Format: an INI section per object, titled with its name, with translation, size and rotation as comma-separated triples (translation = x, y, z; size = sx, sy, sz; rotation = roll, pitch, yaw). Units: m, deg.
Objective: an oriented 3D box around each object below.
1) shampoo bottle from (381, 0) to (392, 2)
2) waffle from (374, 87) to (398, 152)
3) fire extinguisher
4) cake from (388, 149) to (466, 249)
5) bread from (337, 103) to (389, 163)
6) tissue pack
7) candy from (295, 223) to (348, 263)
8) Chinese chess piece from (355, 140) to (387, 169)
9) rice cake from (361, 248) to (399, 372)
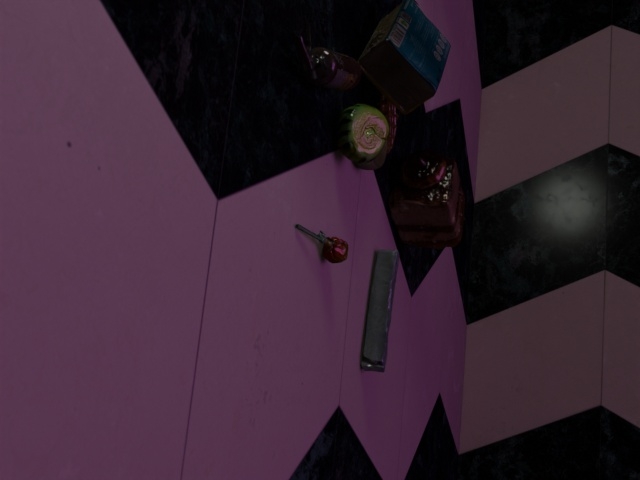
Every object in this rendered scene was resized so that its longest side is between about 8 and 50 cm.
[shampoo bottle]
translation = 0.207, -0.731, 1.758
size = 0.104, 0.061, 0.258
rotation = 70, 31, -42
[waffle]
translation = 0.171, -0.344, 1.723
size = 0.161, 0.046, 0.192
rotation = -68, 150, -43
[fire extinguisher]
translation = 0.000, -0.354, 1.268
size = 0.106, 0.075, 0.252
rotation = 63, 24, 3
[cake]
translation = 0.323, -0.127, 1.926
size = 0.293, 0.196, 0.199
rotation = 62, 38, -54
[bread]
translation = 0.092, -0.242, 1.462
size = 0.130, 0.071, 0.139
rotation = 18, 76, -35
[tissue pack]
translation = 0.217, -0.472, 1.642
size = 0.192, 0.134, 0.271
rotation = 44, 42, -17
[candy]
translation = 0.000, 0.000, 1.331
size = 0.201, 0.060, 0.060
rotation = 33, 61, -57
[Chinese chess piece]
translation = 0.119, -0.246, 1.586
size = 0.144, 0.058, 0.144
rotation = 0, 90, -68
[rice cake]
translation = 0.162, 0.185, 1.723
size = 0.063, 0.066, 0.336
rotation = 49, 48, -61
